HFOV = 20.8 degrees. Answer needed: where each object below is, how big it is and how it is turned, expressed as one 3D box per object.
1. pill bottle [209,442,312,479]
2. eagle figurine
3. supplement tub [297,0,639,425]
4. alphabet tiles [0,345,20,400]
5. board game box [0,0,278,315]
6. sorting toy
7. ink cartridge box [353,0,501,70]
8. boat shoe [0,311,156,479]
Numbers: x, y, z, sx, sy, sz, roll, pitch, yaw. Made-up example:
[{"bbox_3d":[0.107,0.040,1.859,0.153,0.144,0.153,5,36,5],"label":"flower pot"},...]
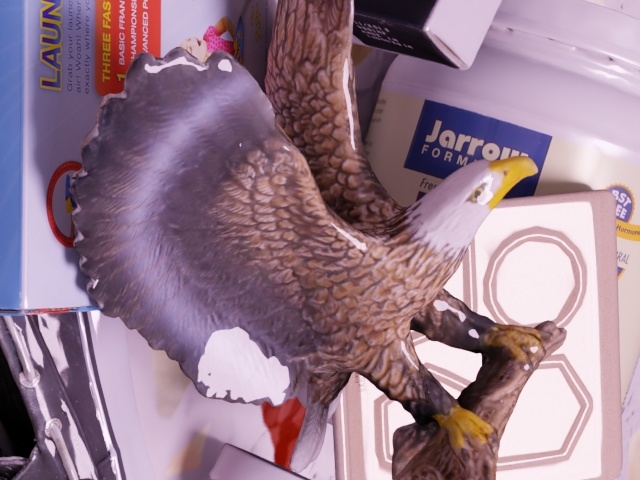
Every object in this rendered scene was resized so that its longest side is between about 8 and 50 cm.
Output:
[{"bbox_3d":[-0.070,0.260,1.207,0.124,0.124,0.221,32,81,-49],"label":"pill bottle"},{"bbox_3d":[0.008,-0.007,0.917,0.225,0.226,0.298,-44,105,-1],"label":"eagle figurine"},{"bbox_3d":[0.132,-0.005,1.246,0.235,0.235,0.325,15,93,-50],"label":"supplement tub"},{"bbox_3d":[-0.221,0.007,1.026,0.198,0.009,0.237,-39,131,-32],"label":"alphabet tiles"},{"bbox_3d":[-0.101,-0.115,0.950,0.302,0.086,0.308,3,88,-62],"label":"board game box"},{"bbox_3d":[0.098,0.070,1.104,0.208,0.038,0.193,-7,100,-21],"label":"sorting toy"},{"bbox_3d":[0.093,-0.297,1.131,0.069,0.175,0.371,38,76,-48],"label":"ink cartridge box"},{"bbox_3d":[-0.164,0.130,1.047,0.105,0.113,0.306,-21,117,-35],"label":"boat shoe"}]
